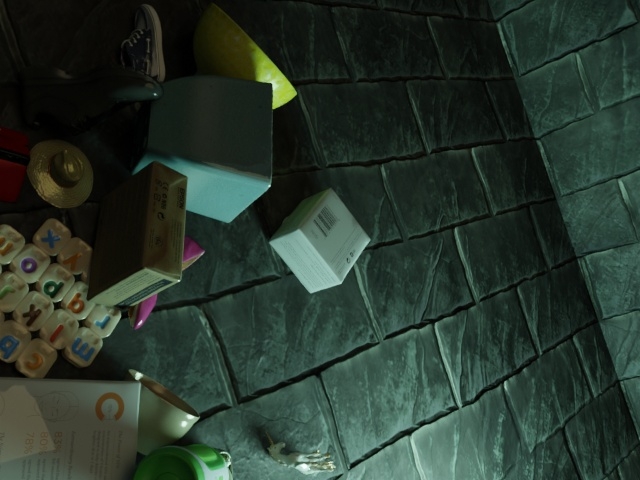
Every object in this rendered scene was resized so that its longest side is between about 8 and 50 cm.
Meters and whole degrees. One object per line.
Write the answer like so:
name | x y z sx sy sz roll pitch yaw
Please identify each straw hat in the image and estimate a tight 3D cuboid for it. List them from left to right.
straw hat | -0.497 -0.141 1.342 0.144 0.061 0.145 16 65 -38

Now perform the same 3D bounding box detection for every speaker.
speaker | -0.241 0.425 1.208 0.131 0.296 0.131 0 74 1

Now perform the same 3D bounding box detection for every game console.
game console | -0.623 -0.153 1.263 0.144 0.085 0.124 17 33 -39

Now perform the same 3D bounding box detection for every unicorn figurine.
unicorn figurine | -0.044 0.485 1.514 0.162 0.111 0.060 55 35 -33

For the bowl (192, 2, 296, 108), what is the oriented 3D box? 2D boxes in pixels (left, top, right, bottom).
bowl | -0.209 -0.396 1.615 0.156 0.289 0.289 -45 112 3

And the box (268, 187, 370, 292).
box | 0.000 0.000 1.709 0.182 0.119 0.181 52 47 -17

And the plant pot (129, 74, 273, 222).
plant pot | -0.267 -0.208 1.468 0.252 0.247 0.248 10 68 -26

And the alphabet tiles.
alphabet tiles | -0.512 0.105 1.264 0.284 0.021 0.278 44 48 -23

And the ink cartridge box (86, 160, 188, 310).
ink cartridge box | -0.350 -0.006 1.316 0.088 0.193 0.235 25 52 -40

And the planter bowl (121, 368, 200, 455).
planter bowl | -0.324 0.330 1.278 0.162 0.162 0.109 40 78 -25

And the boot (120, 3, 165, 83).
boot | -0.406 -0.445 1.531 0.086 0.069 0.190 -5 80 -47

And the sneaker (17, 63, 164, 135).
sneaker | -0.447 -0.271 1.339 0.109 0.286 0.130 46 42 -81

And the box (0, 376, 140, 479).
box | -0.487 0.329 1.090 0.345 0.168 0.215 13 72 -39

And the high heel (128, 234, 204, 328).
high heel | -0.316 0.088 1.413 0.117 0.082 0.244 26 45 -22

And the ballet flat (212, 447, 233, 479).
ballet flat | -0.197 0.524 1.369 0.072 0.068 0.213 -3 77 -44
